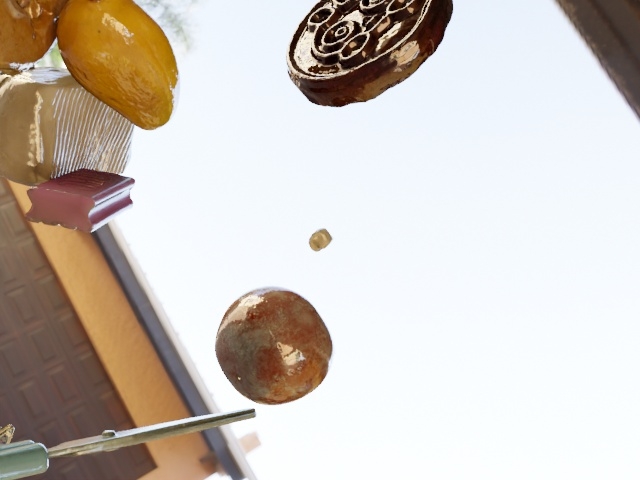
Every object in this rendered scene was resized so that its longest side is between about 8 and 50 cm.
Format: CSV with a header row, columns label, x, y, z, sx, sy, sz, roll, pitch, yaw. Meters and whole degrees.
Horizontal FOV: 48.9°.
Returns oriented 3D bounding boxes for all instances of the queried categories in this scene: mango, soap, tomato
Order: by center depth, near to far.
label,x,y,z,sx,sy,sz,roll,pitch,yaw
mango,-0.328,-0.295,1.171,0.316,0.177,0.119,67,17,-54
soap,-0.424,-0.076,1.265,0.203,0.122,0.065,-72,172,-73
tomato,-0.119,0.272,1.832,0.317,0.283,0.316,23,-50,30

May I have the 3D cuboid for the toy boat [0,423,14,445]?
label,x,y,z,sx,sy,sz,roll,pitch,yaw
toy boat,-0.576,0.353,1.205,0.091,0.110,0.175,40,-18,53

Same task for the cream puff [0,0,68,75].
label,x,y,z,sx,sy,sz,roll,pitch,yaw
cream puff,-0.541,-0.398,1.058,0.231,0.342,0.327,17,-6,9

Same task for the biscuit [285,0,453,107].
label,x,y,z,sx,sy,sz,roll,pitch,yaw
biscuit,0.096,-0.472,1.562,0.407,0.407,0.091,31,-11,48

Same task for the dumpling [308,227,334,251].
label,x,y,z,sx,sy,sz,roll,pitch,yaw
dumpling,-0.001,-0.002,1.771,0.052,0.057,0.076,58,17,-4

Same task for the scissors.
label,x,y,z,sx,sy,sz,roll,pitch,yaw
scissors,-0.258,0.215,0.726,0.193,0.447,0.029,-13,-99,53

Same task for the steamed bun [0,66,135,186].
label,x,y,z,sx,sy,sz,roll,pitch,yaw
steamed bun,-0.556,-0.234,1.438,0.236,0.383,0.246,14,-76,11
